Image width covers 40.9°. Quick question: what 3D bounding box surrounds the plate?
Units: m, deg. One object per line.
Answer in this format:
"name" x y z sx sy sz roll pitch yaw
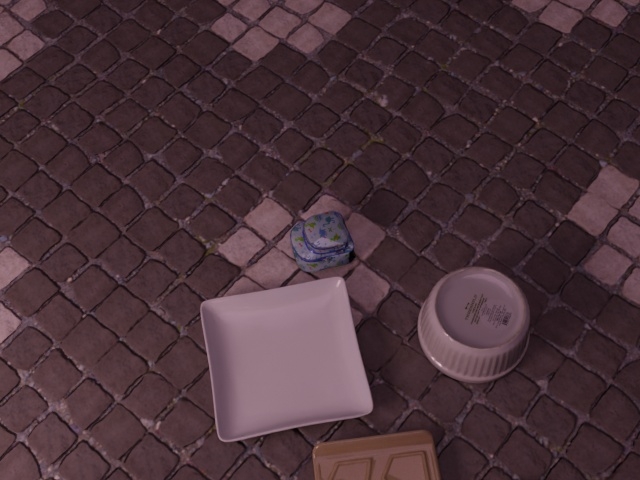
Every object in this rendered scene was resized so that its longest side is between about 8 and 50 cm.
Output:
"plate" -0.065 0.215 1.563 0.277 0.045 0.278 -10 60 -5

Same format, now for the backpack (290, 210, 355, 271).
"backpack" 0.000 0.000 1.662 0.114 0.084 0.105 -17 59 -5

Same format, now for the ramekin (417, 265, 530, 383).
"ramekin" 0.282 0.143 1.557 0.207 0.109 0.207 -1 60 1

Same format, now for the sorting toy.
"sorting toy" 0.056 0.449 1.434 0.307 0.041 0.229 -7 65 -2
